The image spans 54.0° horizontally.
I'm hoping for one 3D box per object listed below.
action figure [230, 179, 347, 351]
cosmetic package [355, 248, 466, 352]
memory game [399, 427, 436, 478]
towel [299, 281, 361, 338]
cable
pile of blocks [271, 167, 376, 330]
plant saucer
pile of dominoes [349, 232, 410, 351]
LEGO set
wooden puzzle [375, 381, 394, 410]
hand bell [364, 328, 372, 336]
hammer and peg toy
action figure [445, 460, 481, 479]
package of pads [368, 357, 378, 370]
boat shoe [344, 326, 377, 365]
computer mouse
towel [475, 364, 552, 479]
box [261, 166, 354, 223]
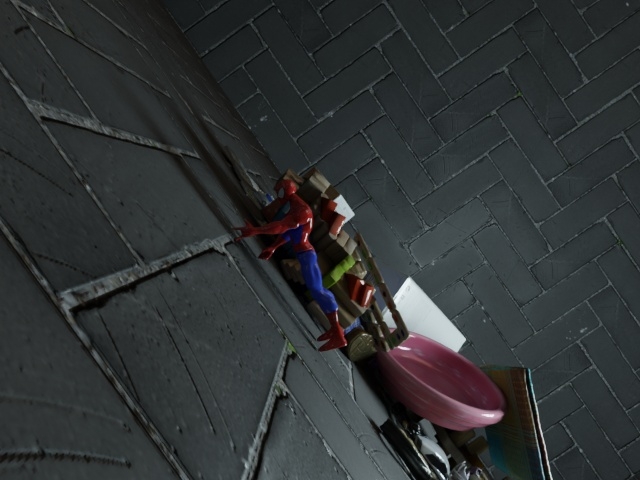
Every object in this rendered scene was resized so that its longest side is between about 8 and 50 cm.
[{"bbox_3d":[-0.055,0.045,1.022,0.091,0.138,0.281,-124,-159,-82],"label":"action figure"},{"bbox_3d":[0.211,0.207,1.715,0.217,0.156,0.385,28,-13,48],"label":"cosmetic package"},{"bbox_3d":[0.198,0.441,1.210,0.186,0.012,0.186,55,3,-5],"label":"memory game"},{"bbox_3d":[0.028,0.093,1.412,0.336,0.040,0.243,51,25,-50],"label":"towel"},{"bbox_3d":[0.209,0.420,1.076,0.287,0.072,0.139,56,-2,14],"label":"cable"},{"bbox_3d":[0.000,0.000,1.227,0.148,0.112,0.362,-6,64,-45],"label":"pile of blocks"},{"bbox_3d":[0.262,0.324,1.441,0.332,0.084,0.332,25,14,-7],"label":"plant saucer"},{"bbox_3d":[0.088,0.118,1.309,0.251,0.040,0.196,65,-19,18],"label":"pile of dominoes"},{"bbox_3d":[-0.144,-0.126,1.604,0.183,0.060,0.244,62,6,35],"label":"LEGO set"},{"bbox_3d":[0.152,0.359,1.429,0.083,0.006,0.049,53,4,-32],"label":"wooden puzzle"},{"bbox_3d":[0.101,0.175,1.941,0.242,0.126,0.126,44,-1,19],"label":"hand bell"},{"bbox_3d":[0.326,0.492,1.582,0.266,0.127,0.361,52,4,-15],"label":"hammer and peg toy"},{"bbox_3d":[0.339,0.545,1.279,0.185,0.099,0.285,57,-1,37],"label":"action figure"},{"bbox_3d":[0.125,0.283,1.581,0.050,0.032,0.083,49,6,-40],"label":"package of pads"},{"bbox_3d":[0.075,0.215,1.320,0.060,0.064,0.178,51,-5,24],"label":"boat shoe"},{"bbox_3d":[0.225,0.434,1.343,0.193,0.042,0.106,56,-7,-14],"label":"computer mouse"},{"bbox_3d":[0.455,0.434,1.503,0.370,0.040,0.272,99,-18,-79],"label":"towel"},{"bbox_3d":[-0.031,-0.066,1.501,0.130,0.170,0.091,49,-2,40],"label":"box"}]
